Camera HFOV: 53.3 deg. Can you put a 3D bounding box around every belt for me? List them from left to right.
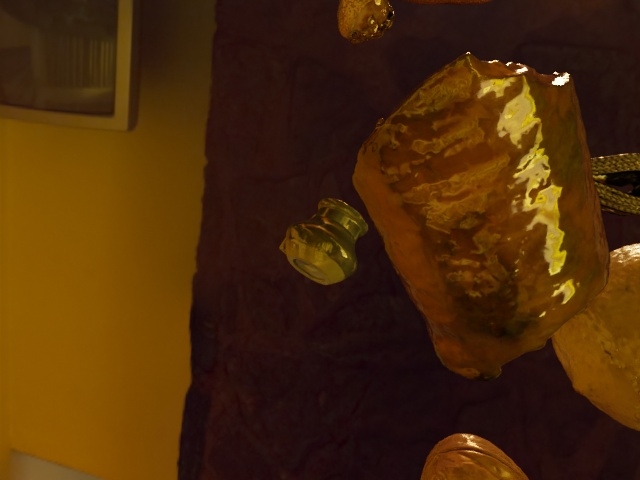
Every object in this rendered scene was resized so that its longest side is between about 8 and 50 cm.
[{"bbox_3d":[0.340,-0.092,0.942,0.359,0.126,0.094,8,173,1],"label":"belt"}]

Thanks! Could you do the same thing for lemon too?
[{"bbox_3d":[0.619,0.166,1.169,0.387,0.350,0.350,-37,-152,-7],"label":"lemon"}]

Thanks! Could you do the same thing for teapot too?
[{"bbox_3d":[0.000,0.000,1.052,0.165,0.119,0.130,8,148,50],"label":"teapot"}]

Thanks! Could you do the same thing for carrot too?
[{"bbox_3d":[0.170,-0.047,0.691,0.241,0.341,0.241,-20,-159,8],"label":"carrot"}]

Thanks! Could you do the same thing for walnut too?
[{"bbox_3d":[0.246,0.398,0.981,0.197,0.165,0.165,44,-156,7],"label":"walnut"}]

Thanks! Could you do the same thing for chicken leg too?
[{"bbox_3d":[0.076,-0.434,1.010,0.087,0.252,0.107,-12,-145,-26],"label":"chicken leg"}]

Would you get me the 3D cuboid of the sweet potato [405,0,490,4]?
[{"bbox_3d":[0.267,-0.497,1.270,0.264,0.057,0.057,-6,-161,-13],"label":"sweet potato"}]
